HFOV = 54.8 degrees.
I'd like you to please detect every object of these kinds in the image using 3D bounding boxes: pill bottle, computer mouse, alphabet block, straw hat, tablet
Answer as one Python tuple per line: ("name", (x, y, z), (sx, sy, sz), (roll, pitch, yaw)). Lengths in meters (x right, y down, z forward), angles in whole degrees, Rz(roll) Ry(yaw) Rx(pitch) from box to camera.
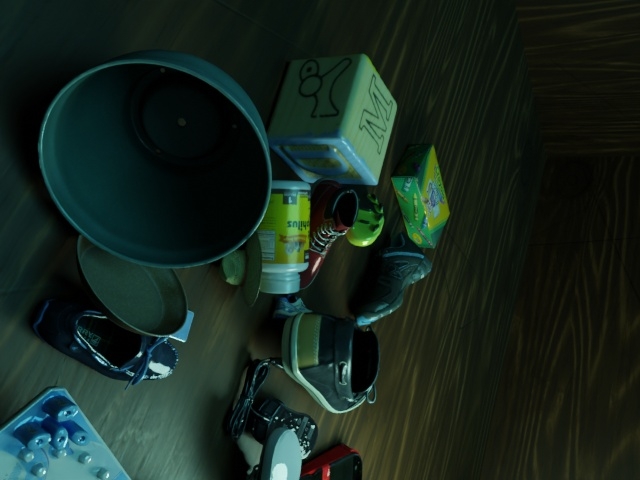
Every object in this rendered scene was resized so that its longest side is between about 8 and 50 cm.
("pill bottle", (-0.080, -0.009, 1.205), (0.117, 0.117, 0.215), (-6, 99, -59))
("computer mouse", (-0.090, 0.346, 1.294), (0.262, 0.060, 0.184), (36, 67, -42))
("alphabet block", (0.027, -0.247, 1.287), (0.193, 0.192, 0.197), (43, 58, -55))
("straw hat", (-0.154, 0.049, 1.133), (0.061, 0.144, 0.145), (6, 88, -21))
("tablet", (-0.249, 0.137, 1.048), (0.083, 0.006, 0.054), (39, 60, -55))

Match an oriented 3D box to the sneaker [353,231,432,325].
("sneaker", (0.172, 0.104, 1.677), (0.140, 0.125, 0.341), (56, 44, -8))

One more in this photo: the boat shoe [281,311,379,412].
("boat shoe", (0.062, 0.281, 1.391), (0.500, 0.155, 0.187), (54, 35, -61))

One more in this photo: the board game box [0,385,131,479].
("board game box", (-0.378, 0.444, 0.751), (0.390, 0.050, 0.390), (-43, 130, -34))

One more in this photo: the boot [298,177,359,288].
("boot", (0.000, 0.000, 1.249), (0.088, 0.176, 0.244), (16, 98, -21))

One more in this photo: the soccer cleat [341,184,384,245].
("soccer cleat", (0.074, -0.058, 1.371), (0.289, 0.093, 0.121), (-101, -156, -56))

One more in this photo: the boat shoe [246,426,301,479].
("boat shoe", (-0.107, 0.503, 1.232), (0.113, 0.104, 0.306), (-31, 126, -52))

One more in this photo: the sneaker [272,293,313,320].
("sneaker", (-0.053, 0.146, 1.337), (0.135, 0.052, 0.058), (18, 72, -60))

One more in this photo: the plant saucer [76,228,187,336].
("plant saucer", (-0.275, 0.061, 0.886), (0.198, 0.036, 0.199), (46, 19, -21))

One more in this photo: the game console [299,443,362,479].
("game console", (-0.011, 0.714, 1.483), (0.342, 0.060, 0.387), (0, 93, -54))

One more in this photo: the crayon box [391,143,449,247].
("crayon box", (0.309, -0.134, 1.875), (0.165, 0.081, 0.278), (-59, 140, -37))

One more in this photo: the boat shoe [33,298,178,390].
("boat shoe", (-0.292, 0.161, 0.897), (0.258, 0.089, 0.109), (33, 66, -56))

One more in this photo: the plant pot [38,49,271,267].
("plant pot", (-0.206, -0.137, 0.860), (0.196, 0.293, 0.293), (-88, 163, -56))
